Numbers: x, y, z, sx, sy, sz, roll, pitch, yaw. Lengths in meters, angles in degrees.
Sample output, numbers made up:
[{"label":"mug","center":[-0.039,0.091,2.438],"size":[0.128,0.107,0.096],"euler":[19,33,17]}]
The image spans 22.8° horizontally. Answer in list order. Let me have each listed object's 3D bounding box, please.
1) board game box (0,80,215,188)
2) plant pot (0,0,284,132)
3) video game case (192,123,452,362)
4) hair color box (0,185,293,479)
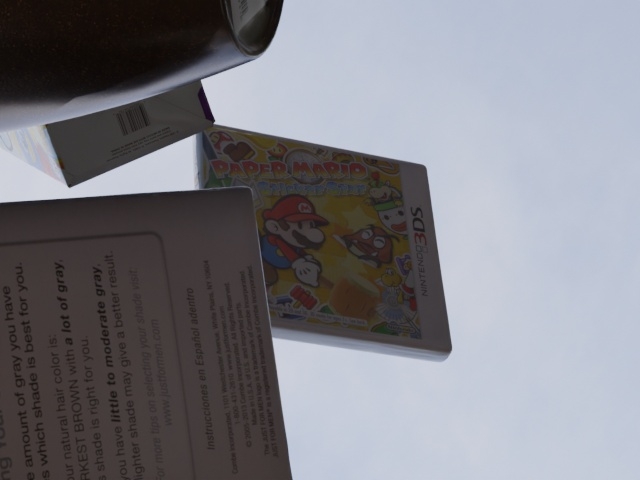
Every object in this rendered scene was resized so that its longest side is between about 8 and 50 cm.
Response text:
[{"label":"board game box","center":[-0.228,-0.159,1.437],"size":[0.144,0.275,0.142],"euler":[-25,-69,-19]},{"label":"plant pot","center":[-0.143,-0.151,0.848],"size":[0.230,0.215,0.215],"euler":[4,-121,17]},{"label":"video game case","center":[0.000,0.000,1.388],"size":[0.227,0.026,0.206],"euler":[10,-127,-20]},{"label":"hair color box","center":[-0.205,0.083,0.770],"size":[0.374,0.113,0.185],"euler":[-5,-96,-33]}]
